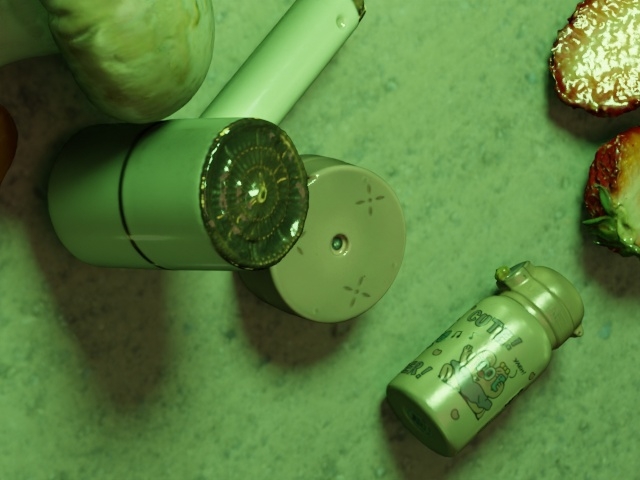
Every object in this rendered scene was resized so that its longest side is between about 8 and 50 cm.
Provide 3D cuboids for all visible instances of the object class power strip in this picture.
[{"bbox_3d":[0.000,0.000,1.678,0.154,0.078,0.154,-8,104,-32],"label":"power strip"}]

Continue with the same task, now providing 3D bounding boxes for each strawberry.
[{"bbox_3d":[0.320,-0.213,1.828,0.208,0.087,0.167,-15,88,-1],"label":"strawberry"},{"bbox_3d":[0.335,-0.062,1.859,0.187,0.082,0.147,-39,122,-25],"label":"strawberry"}]

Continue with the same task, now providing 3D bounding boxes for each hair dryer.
[{"bbox_3d":[-0.060,-0.119,1.579,0.362,0.203,0.128,-54,126,-32],"label":"hair dryer"}]

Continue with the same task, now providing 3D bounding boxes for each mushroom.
[{"bbox_3d":[-0.204,-0.197,1.455,0.243,0.243,0.244,-6,103,-29],"label":"mushroom"}]

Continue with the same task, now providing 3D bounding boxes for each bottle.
[{"bbox_3d":[0.165,0.106,1.787,0.209,0.097,0.110,-42,100,-17],"label":"bottle"}]

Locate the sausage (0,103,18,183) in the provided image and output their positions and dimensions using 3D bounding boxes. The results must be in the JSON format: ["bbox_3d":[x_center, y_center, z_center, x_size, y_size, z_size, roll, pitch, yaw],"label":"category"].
[{"bbox_3d":[-0.340,0.009,1.483,0.089,0.083,0.300,27,87,-43],"label":"sausage"}]
